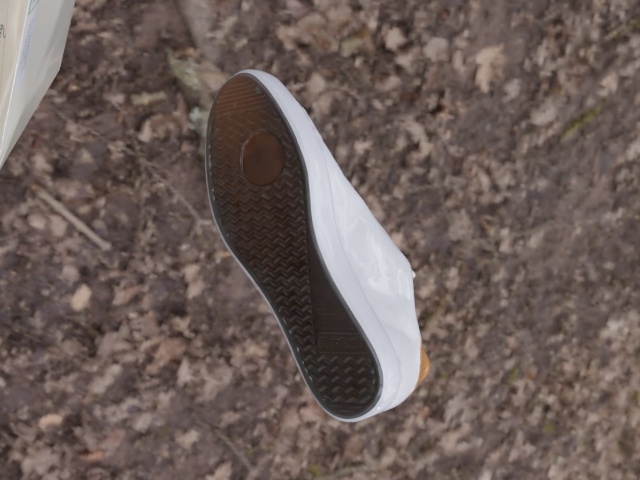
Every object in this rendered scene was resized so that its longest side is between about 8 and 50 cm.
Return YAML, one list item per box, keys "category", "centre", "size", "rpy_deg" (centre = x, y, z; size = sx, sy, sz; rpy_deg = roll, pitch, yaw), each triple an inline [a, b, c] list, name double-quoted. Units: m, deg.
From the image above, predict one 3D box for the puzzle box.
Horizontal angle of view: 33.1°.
- category: "puzzle box"
  centre: [-0.348, -0.313, 1.326]
  size: [0.272, 0.052, 0.409]
  rpy_deg: [-79, -169, -51]

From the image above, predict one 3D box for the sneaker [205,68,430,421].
- category: "sneaker"
  centre: [0.000, 0.000, 0.871]
  size: [0.123, 0.106, 0.290]
  rpy_deg: [-8, 74, -56]
